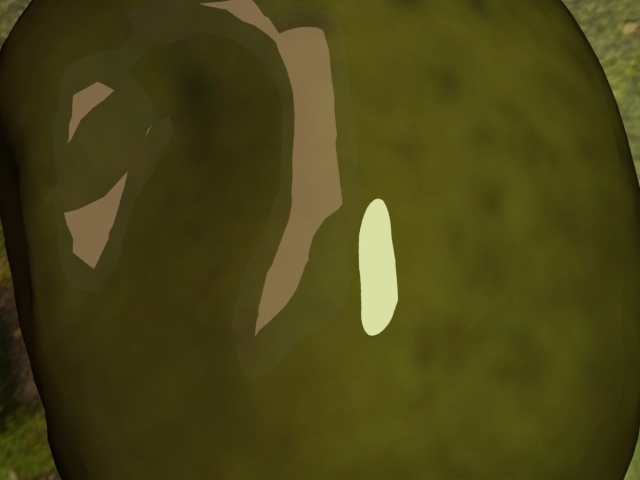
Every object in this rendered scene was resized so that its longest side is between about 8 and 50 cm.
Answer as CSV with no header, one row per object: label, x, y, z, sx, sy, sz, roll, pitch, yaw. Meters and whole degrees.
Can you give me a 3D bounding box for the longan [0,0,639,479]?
longan,0.000,0.000,0.630,0.288,0.288,0.350,-20,59,19
